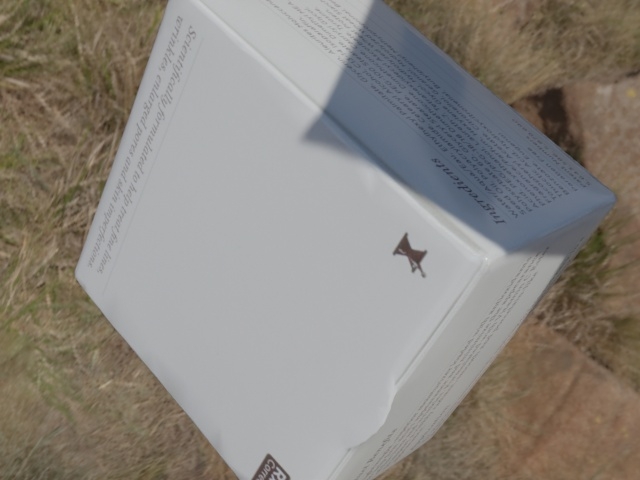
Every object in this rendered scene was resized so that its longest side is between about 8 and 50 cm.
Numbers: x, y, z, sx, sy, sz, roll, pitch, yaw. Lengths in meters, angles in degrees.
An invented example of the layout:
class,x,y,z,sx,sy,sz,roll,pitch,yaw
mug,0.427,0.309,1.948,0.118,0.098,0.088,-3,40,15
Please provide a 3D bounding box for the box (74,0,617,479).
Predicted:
class,x,y,z,sx,sy,sz,roll,pitch,yaw
box,0.000,0.000,0.433,0.182,0.181,0.119,45,38,21
